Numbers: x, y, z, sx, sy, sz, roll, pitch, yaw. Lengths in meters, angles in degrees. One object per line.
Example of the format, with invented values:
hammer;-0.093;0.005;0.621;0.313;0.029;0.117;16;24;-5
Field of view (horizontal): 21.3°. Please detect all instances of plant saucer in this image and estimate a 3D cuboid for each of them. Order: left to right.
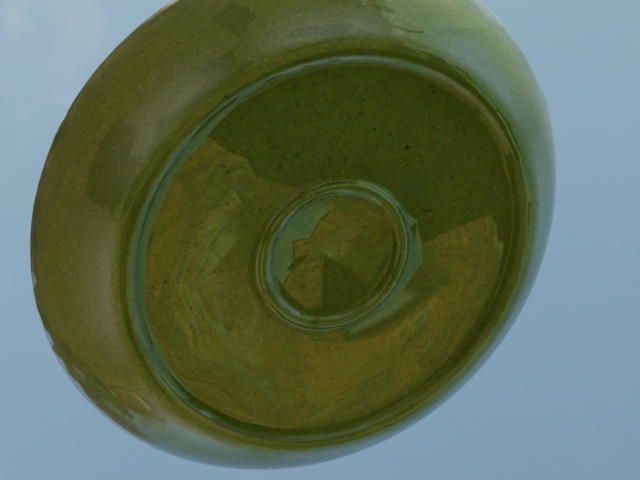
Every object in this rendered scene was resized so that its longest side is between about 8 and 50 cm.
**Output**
plant saucer;0.000;0.000;0.716;0.241;0.241;0.037;-67;-152;14
